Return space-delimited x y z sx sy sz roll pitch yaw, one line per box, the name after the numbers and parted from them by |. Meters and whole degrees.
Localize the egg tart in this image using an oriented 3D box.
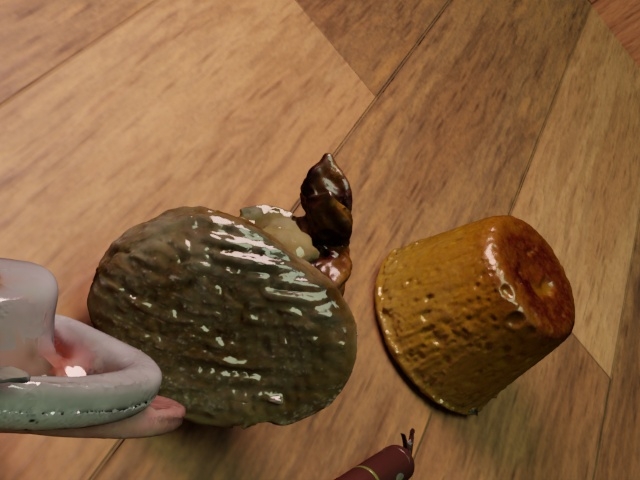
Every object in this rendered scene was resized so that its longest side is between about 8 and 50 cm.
0.173 0.072 1.073 0.203 0.147 0.202 30 45 -35 | egg tart

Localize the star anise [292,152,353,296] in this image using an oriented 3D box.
0.000 0.000 0.925 0.057 0.168 0.167 2 58 -20 | star anise

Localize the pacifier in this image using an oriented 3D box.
-0.230 0.102 0.518 0.332 0.273 0.220 11 28 -44 | pacifier

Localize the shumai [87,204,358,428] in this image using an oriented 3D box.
-0.074 0.052 0.818 0.210 0.161 0.153 15 14 -5 | shumai

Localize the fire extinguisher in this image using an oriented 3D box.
0.051 0.214 0.907 0.132 0.039 0.056 -15 108 -54 | fire extinguisher
